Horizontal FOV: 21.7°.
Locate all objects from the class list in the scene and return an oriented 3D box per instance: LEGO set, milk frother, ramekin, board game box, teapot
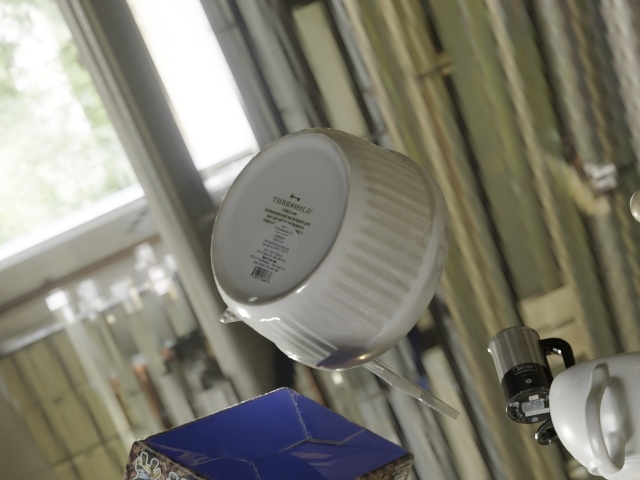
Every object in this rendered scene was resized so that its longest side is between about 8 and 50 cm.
[{"bbox_3d":[0.012,0.124,1.791,0.182,0.060,0.244,32,179,-41],"label":"LEGO set"},{"bbox_3d":[0.332,0.230,2.611,0.135,0.129,0.143,-100,15,-46],"label":"milk frother"},{"bbox_3d":[0.000,0.000,1.453,0.109,0.207,0.207,29,-158,-42],"label":"ramekin"},{"bbox_3d":[-0.072,0.298,1.402,0.141,0.291,0.232,26,-161,26],"label":"board game box"},{"bbox_3d":[0.455,0.274,2.422,0.252,0.256,0.187,125,142,-65],"label":"teapot"}]

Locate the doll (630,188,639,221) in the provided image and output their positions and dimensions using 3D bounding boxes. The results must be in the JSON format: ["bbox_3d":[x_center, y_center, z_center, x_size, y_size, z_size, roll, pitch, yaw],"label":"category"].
[{"bbox_3d":[0.387,-0.054,1.588,0.046,0.189,0.129,-39,-69,-73],"label":"doll"}]
